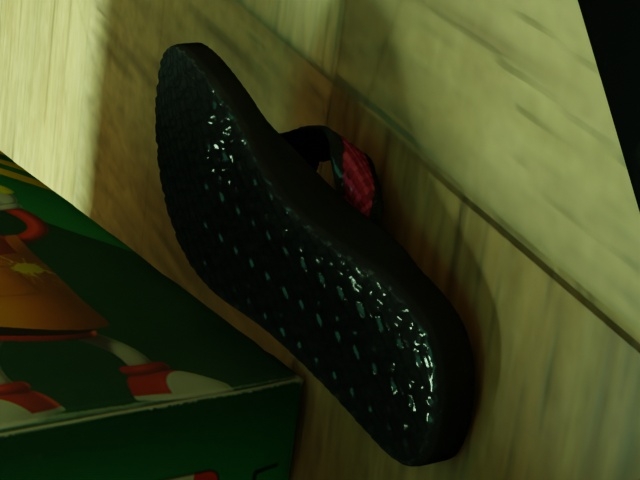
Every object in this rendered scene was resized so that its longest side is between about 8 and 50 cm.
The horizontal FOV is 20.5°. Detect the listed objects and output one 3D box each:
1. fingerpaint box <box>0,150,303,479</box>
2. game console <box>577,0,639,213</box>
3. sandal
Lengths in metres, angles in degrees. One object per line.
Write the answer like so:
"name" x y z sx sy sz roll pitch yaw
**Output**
"fingerpaint box" -0.195 0.186 0.741 0.371 0.163 0.444 32 121 47
"game console" 0.093 -0.102 0.175 0.361 0.044 0.213 104 159 -57
"sandal" 0.000 0.000 0.521 0.179 0.040 0.067 47 140 42
